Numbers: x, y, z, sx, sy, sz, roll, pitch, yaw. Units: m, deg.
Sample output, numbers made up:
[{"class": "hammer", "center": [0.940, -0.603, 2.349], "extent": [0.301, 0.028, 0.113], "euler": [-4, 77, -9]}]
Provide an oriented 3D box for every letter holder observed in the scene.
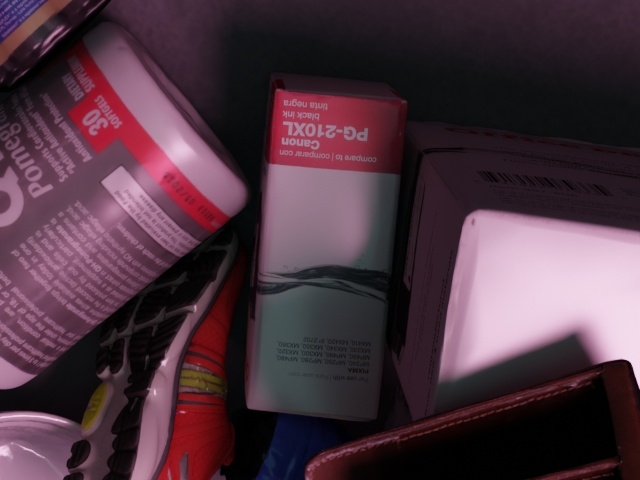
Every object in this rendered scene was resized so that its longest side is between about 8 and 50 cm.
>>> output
[{"class": "letter holder", "center": [0.126, 0.249, 0.997], "extent": [0.214, 0.152, 0.302], "euler": [-17, 126, 13]}]

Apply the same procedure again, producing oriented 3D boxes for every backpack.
[{"class": "backpack", "center": [-0.019, 0.171, 1.340], "extent": [0.101, 0.120, 0.098], "euler": [19, 97, -6]}]

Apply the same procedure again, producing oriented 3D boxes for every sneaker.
[{"class": "sneaker", "center": [-0.110, 0.122, 1.307], "extent": [0.118, 0.107, 0.279], "euler": [40, 55, -36]}]

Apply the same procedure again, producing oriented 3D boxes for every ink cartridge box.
[{"class": "ink cartridge box", "center": [0.200, 0.036, 1.194], "extent": [0.285, 0.395, 0.166], "euler": [8, 102, -5]}, {"class": "ink cartridge box", "center": [0.000, 0.000, 1.286], "extent": [0.100, 0.172, 0.237], "euler": [5, 99, -3]}]

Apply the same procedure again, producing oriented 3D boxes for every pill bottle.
[{"class": "pill bottle", "center": [-0.265, -0.227, 1.259], "extent": [0.123, 0.123, 0.219], "euler": [-42, 98, 4]}, {"class": "pill bottle", "center": [-0.223, -0.001, 1.271], "extent": [0.318, 0.176, 0.176], "euler": [-39, 99, 3]}]

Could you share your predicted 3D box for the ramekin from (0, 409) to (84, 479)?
[{"class": "ramekin", "center": [-0.244, 0.235, 1.315], "extent": [0.207, 0.109, 0.207], "euler": [3, 83, -21]}]

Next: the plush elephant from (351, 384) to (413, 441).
[{"class": "plush elephant", "center": [0.128, 0.251, 1.244], "extent": [0.255, 0.330, 0.272], "euler": [14, 129, 16]}]
